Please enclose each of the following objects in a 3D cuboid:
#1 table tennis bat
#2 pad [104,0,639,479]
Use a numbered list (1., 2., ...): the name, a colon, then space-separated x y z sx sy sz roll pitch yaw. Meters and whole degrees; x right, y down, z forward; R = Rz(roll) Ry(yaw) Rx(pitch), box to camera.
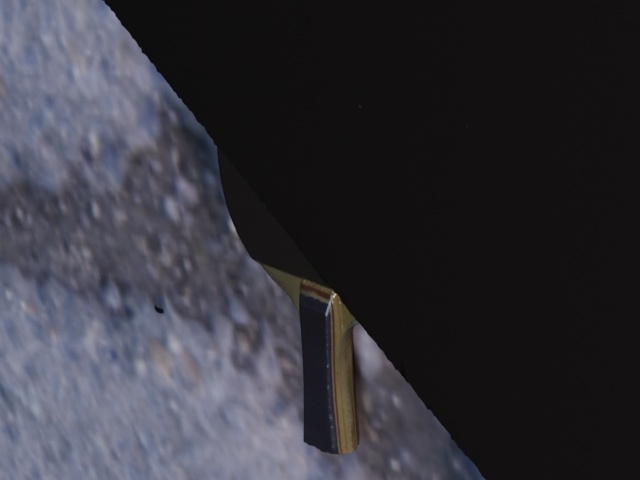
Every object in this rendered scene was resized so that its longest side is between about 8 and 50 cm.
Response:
1. table tennis bat: 0.000 0.000 0.646 0.095 0.014 0.158 18 120 40
2. pad: 0.074 -0.104 0.509 0.375 0.063 0.315 52 136 27
